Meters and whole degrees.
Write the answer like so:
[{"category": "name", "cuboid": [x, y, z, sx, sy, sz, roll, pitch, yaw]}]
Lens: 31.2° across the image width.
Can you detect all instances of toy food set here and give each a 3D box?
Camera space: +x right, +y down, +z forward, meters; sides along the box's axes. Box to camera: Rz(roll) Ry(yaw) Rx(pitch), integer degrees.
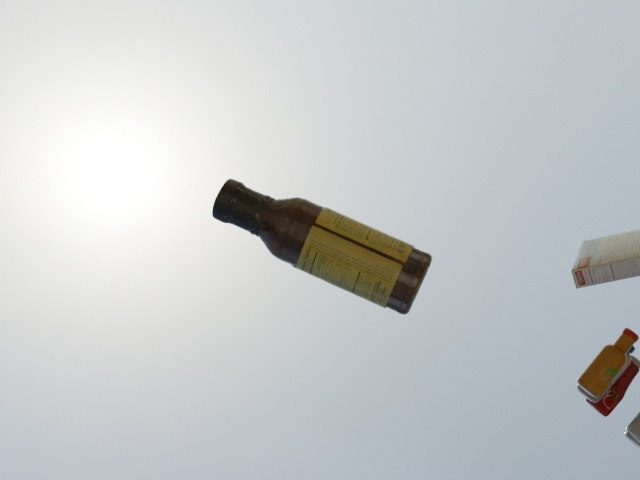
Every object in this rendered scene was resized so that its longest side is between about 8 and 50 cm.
[{"category": "toy food set", "cuboid": [0.460, 0.224, 1.649, 0.232, 0.104, 0.111, 42, 175, -19]}]

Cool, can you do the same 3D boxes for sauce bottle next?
[{"category": "sauce bottle", "cuboid": [0.000, 0.000, 1.775, 0.345, 0.111, 0.111, 26, -141, 8]}]

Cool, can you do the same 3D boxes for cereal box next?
[{"category": "cereal box", "cuboid": [0.622, 0.023, 2.241, 0.240, 0.047, 0.173, -14, -165, 26]}]
